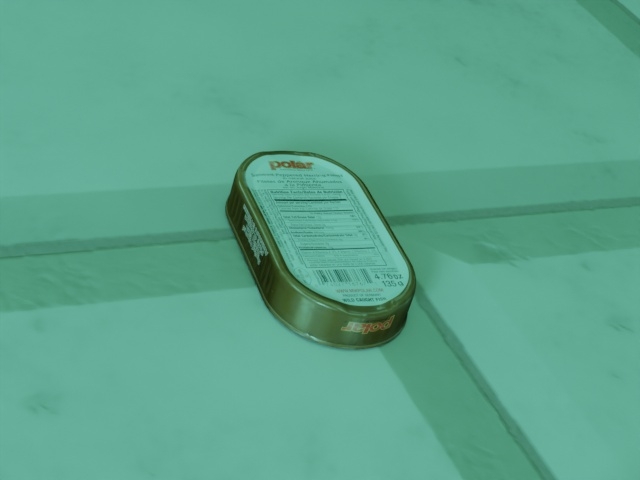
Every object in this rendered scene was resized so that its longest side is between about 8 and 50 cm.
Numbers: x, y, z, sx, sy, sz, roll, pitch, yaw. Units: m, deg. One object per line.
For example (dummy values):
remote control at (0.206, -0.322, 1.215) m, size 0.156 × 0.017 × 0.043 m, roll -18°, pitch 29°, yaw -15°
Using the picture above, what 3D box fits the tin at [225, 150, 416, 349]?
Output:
tin at (0.000, 0.000, 0.873) m, size 0.106 × 0.040 × 0.190 m, roll 2°, pitch 38°, yaw -27°
